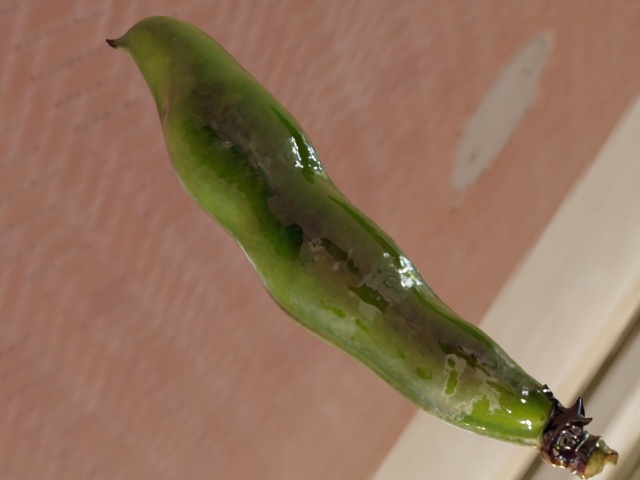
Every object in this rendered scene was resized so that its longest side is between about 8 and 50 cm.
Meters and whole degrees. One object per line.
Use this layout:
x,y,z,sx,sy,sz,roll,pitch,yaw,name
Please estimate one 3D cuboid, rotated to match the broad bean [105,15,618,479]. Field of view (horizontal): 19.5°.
-0.001,0.001,0.752,0.060,0.297,0.043,-35,151,-16,broad bean
